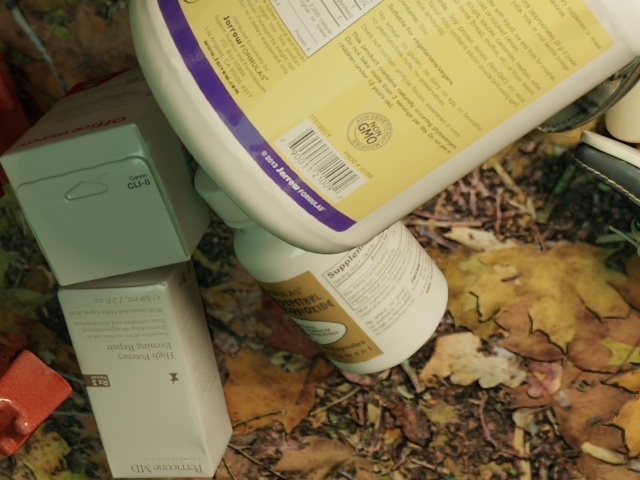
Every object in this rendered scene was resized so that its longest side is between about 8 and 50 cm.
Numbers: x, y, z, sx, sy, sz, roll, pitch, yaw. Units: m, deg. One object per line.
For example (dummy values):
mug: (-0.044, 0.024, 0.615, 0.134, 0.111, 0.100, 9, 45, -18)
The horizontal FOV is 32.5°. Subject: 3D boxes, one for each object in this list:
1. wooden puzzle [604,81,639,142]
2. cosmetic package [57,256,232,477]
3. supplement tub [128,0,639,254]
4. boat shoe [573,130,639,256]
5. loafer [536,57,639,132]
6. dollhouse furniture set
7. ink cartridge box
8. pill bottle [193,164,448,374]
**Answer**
wooden puzzle: (0.355, -0.174, 0.862, 0.239, 0.044, 0.221, 4, 119, 9)
cosmetic package: (-0.172, 0.127, 1.105, 0.117, 0.085, 0.231, -4, 115, 14)
supplement tub: (0.070, -0.169, 0.698, 0.331, 0.241, 0.241, -35, 106, 19)
boat shoe: (0.314, -0.007, 0.935, 0.254, 0.095, 0.079, 29, 108, -15)
loafer: (0.224, -0.180, 0.833, 0.096, 0.084, 0.267, 43, 132, 12)
dollhouse furniture set: (-0.338, 0.030, 1.028, 0.201, 0.152, 0.374, -6, 118, 28)
ink cartridge box: (-0.166, -0.064, 0.948, 0.128, 0.176, 0.127, -12, 115, 17)
pill bottle: (0.000, 0.000, 0.949, 0.131, 0.131, 0.229, -27, 123, 23)
